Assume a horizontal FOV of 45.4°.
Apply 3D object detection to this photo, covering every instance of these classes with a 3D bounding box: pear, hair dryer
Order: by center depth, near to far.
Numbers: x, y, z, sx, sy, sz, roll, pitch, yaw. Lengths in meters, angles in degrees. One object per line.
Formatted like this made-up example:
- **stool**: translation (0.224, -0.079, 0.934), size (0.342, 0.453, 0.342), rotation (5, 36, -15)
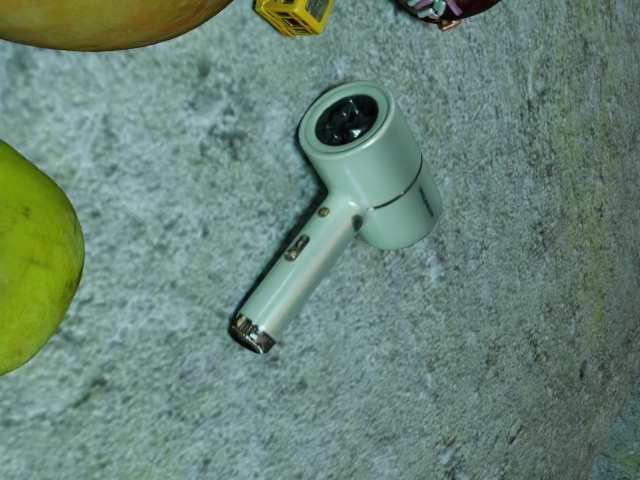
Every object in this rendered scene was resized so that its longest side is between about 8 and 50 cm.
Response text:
- **pear**: translation (-0.263, 0.012, 0.529), size (0.200, 0.200, 0.200), rotation (-21, 117, -48)
- **hair dryer**: translation (0.000, 0.000, 0.938), size (0.362, 0.128, 0.203), rotation (-53, 139, -17)

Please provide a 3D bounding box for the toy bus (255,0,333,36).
- **toy bus**: translation (-0.010, -0.311, 0.843), size (0.069, 0.074, 0.162), rotation (27, 80, -51)

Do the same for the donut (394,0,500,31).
- **donut**: translation (0.165, -0.430, 0.990), size (0.345, 0.136, 0.259), rotation (51, 58, -45)

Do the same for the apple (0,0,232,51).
- **apple**: translation (-0.166, -0.249, 0.536), size (0.242, 0.241, 0.242), rotation (1, 90, -66)
